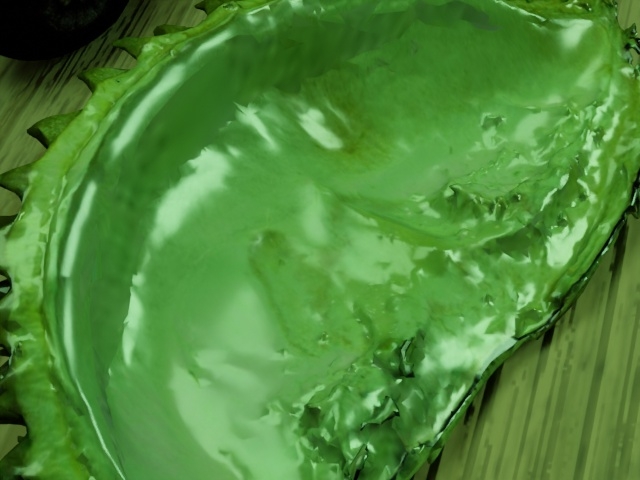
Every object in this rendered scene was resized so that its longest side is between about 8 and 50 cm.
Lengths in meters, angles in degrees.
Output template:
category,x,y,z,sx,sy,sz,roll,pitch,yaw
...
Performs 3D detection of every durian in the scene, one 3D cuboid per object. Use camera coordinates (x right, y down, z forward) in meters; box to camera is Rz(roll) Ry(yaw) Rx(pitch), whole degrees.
category,x,y,z,sx,sy,sz,roll,pitch,yaw
durian,-0.003,-0.009,0.689,0.394,0.163,0.198,-38,39,-24

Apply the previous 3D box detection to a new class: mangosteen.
category,x,y,z,sx,sy,sz,roll,pitch,yaw
mangosteen,-0.188,-0.189,1.045,0.137,0.137,0.151,-36,41,-11
